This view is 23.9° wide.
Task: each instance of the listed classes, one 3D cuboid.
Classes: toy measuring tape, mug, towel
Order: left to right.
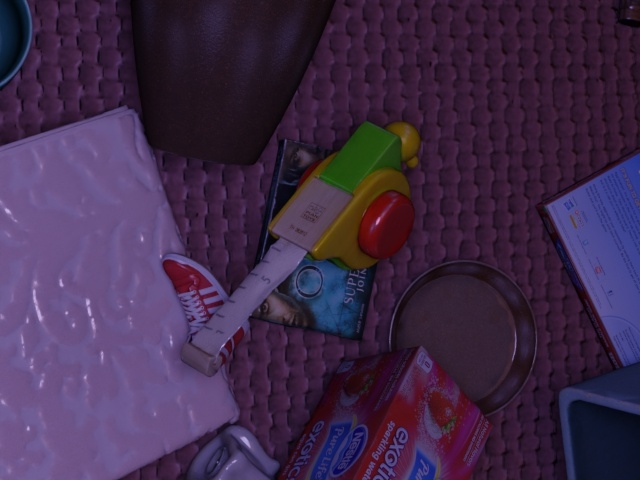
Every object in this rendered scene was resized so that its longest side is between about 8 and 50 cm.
[{"bbox_3d":[-0.332,-0.204,1.417,0.129,0.097,0.158,33,79,-13],"label":"mug"},{"bbox_3d":[-0.244,0.070,1.407,0.317,0.053,0.332,-24,99,-40],"label":"towel"},{"bbox_3d":[-0.004,0.017,1.473,0.121,0.121,0.330,42,73,-12],"label":"toy measuring tape"}]

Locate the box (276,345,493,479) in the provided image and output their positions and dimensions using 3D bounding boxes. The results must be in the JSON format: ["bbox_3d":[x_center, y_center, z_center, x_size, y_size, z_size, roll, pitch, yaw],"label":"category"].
[{"bbox_3d":[0.046,0.241,1.458,0.128,0.122,0.257,47,53,-23],"label":"box"}]

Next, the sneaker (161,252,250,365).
[{"bbox_3d":[-0.119,0.070,1.451,0.118,0.042,0.067,48,52,-26],"label":"sneaker"}]

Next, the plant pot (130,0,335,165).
[{"bbox_3d":[-0.092,-0.195,1.452,0.215,0.215,0.230,7,100,-17],"label":"plant pot"}]

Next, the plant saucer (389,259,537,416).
[{"bbox_3d":[0.147,0.105,1.595,0.168,0.029,0.168,0,89,-18],"label":"plant saucer"}]

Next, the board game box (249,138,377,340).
[{"bbox_3d":[0.000,0.000,1.553,0.126,0.026,0.186,13,85,-17],"label":"board game box"}]

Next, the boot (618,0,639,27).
[{"bbox_3d":[0.382,-0.288,1.678,0.106,0.037,0.114,11,81,-19],"label":"boot"}]

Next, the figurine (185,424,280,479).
[{"bbox_3d":[-0.074,0.326,1.499,0.209,0.092,0.215,45,76,-20],"label":"figurine"}]

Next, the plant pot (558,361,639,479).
[{"bbox_3d":[0.428,0.243,1.559,0.252,0.247,0.248,-22,111,-39],"label":"plant pot"}]

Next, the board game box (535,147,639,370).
[{"bbox_3d":[0.358,0.054,1.663,0.145,0.027,0.281,-28,97,-15],"label":"board game box"}]
